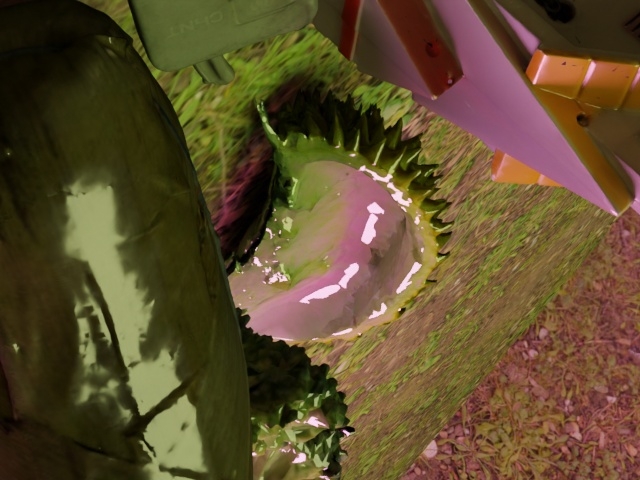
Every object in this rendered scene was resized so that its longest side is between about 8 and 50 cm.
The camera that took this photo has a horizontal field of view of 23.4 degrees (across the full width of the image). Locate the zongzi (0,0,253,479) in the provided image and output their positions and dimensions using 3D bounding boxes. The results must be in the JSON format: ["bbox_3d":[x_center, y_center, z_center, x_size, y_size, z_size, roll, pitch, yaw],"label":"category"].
[{"bbox_3d":[-0.111,0.094,0.822,0.174,0.392,0.356,-16,153,-11],"label":"zongzi"}]

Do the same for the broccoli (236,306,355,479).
[{"bbox_3d":[-0.188,0.216,1.163,0.397,0.275,0.353,-45,157,-16],"label":"broccoli"}]

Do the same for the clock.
[{"bbox_3d":[0.158,-0.149,1.012,0.235,0.309,0.166,-40,163,-20],"label":"clock"}]

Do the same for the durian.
[{"bbox_3d":[0.000,0.000,1.308,0.169,0.158,0.352,-22,159,-29],"label":"durian"}]

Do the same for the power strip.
[{"bbox_3d":[-0.059,-0.163,0.727,0.093,0.053,0.288,-20,147,-5],"label":"power strip"}]
